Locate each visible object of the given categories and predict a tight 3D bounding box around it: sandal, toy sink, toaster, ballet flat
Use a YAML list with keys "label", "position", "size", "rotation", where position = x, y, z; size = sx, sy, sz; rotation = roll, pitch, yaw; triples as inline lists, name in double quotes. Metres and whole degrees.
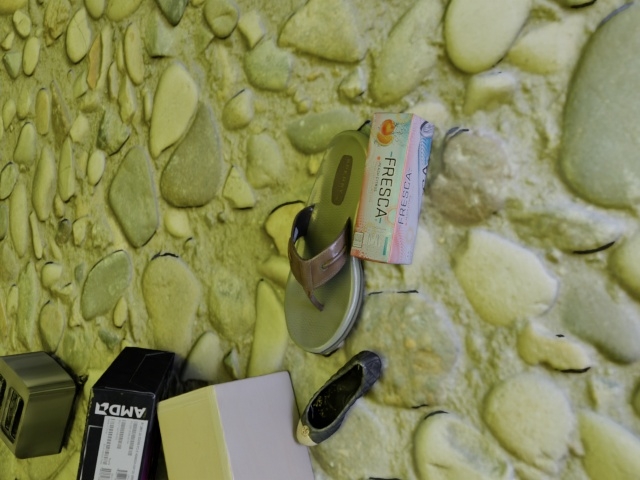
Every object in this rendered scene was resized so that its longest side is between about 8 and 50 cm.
- label: "sandal"
  position: [-0.001, -0.002, 0.734]
  size: [0.120, 0.086, 0.302]
  rotation: [11, 92, 36]
- label: "toy sink"
  position: [-0.109, 0.313, 0.746]
  size: [0.131, 0.153, 0.234]
  rotation: [-25, 73, 32]
- label: "toaster"
  position: [-0.582, 0.322, 1.112]
  size: [0.168, 0.110, 0.185]
  rotation: [24, 100, 34]
- label: "ballet flat"
  position: [0.016, 0.208, 0.726]
  size: [0.057, 0.049, 0.173]
  rotation: [47, 112, 30]

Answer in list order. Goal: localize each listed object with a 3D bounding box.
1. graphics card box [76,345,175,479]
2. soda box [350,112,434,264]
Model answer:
- label: "graphics card box"
  position: [-0.307, 0.370, 0.842]
  size: [0.094, 0.233, 0.371]
  rotation: [8, 91, -8]
- label: "soda box"
  position: [0.090, -0.063, 0.688]
  size: [0.058, 0.063, 0.183]
  rotation: [12, 93, 36]
